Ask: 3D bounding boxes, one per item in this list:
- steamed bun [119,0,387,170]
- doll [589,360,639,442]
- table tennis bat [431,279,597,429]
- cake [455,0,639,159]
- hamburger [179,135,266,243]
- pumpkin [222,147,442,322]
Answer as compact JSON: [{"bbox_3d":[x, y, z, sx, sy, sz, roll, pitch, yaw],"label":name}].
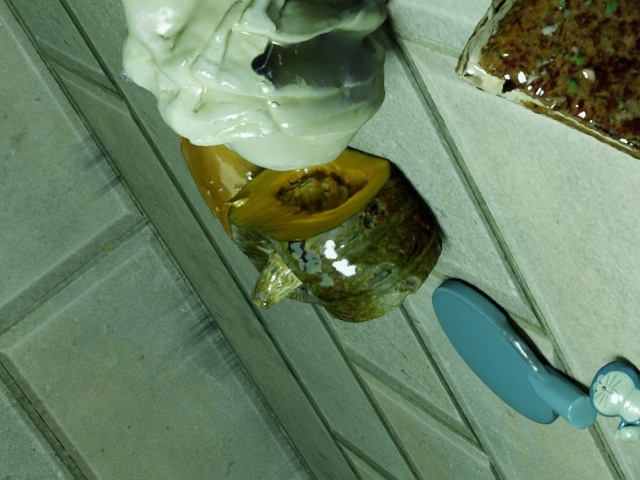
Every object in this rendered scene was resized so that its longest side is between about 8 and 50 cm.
[{"bbox_3d":[-0.044,-0.212,1.682,0.206,0.275,0.320,1,164,37],"label":"steamed bun"},{"bbox_3d":[0.325,0.172,1.814,0.083,0.076,0.050,38,-164,25],"label":"doll"},{"bbox_3d":[0.239,0.154,2.104,0.215,0.044,0.329,60,167,-27],"label":"table tennis bat"},{"bbox_3d":[0.245,-0.137,1.336,0.246,0.135,0.112,24,-178,-12],"label":"cake"},{"bbox_3d":[-0.093,-0.095,2.334,0.283,0.144,0.156,57,166,-10],"label":"hamburger"},{"bbox_3d":[0.000,0.000,2.104,0.317,0.222,0.139,27,151,59],"label":"pumpkin"}]
